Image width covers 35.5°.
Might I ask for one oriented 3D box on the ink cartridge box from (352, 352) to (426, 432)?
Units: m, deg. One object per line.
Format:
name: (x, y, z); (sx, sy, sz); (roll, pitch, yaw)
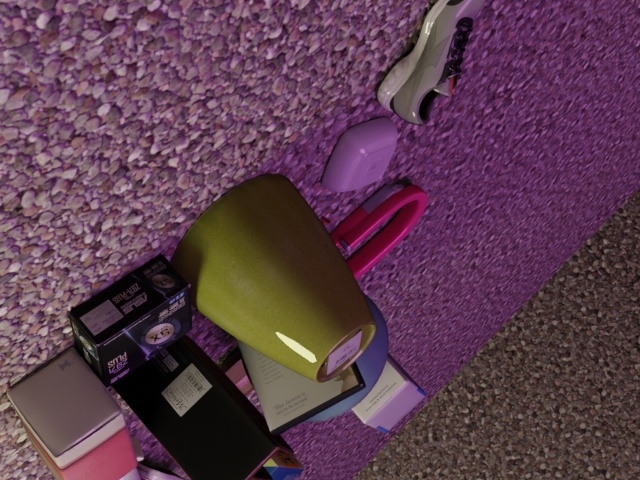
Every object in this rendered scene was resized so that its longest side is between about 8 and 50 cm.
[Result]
ink cartridge box: (0.060, 0.243, 2.106); (0.129, 0.307, 0.223); (-44, 158, 1)

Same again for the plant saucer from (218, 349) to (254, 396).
plant saucer: (-0.173, 0.282, 2.121); (0.199, 0.036, 0.198); (-38, 156, -20)

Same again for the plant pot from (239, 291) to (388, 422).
plant pot: (-0.040, 0.174, 1.892); (0.290, 0.290, 0.195); (-44, 142, -3)

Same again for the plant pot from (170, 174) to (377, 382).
plant pot: (-0.052, 0.086, 1.662); (0.275, 0.293, 0.274); (-38, 156, -20)

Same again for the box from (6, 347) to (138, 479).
box: (-0.399, 0.309, 1.630); (0.127, 0.148, 0.232); (-35, 154, -22)

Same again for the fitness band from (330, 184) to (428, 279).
fitness band: (0.107, -0.010, 2.090); (0.291, 0.054, 0.209); (-40, 157, -10)

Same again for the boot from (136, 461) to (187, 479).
boot: (-0.362, 0.586, 2.169); (0.176, 0.088, 0.244); (-67, 153, -11)

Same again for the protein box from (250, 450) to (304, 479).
protein box: (-0.179, 0.590, 2.499); (0.200, 0.136, 0.201); (-47, 157, 2)

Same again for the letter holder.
letter holder: (-0.195, 0.329, 1.815); (0.152, 0.302, 0.214); (-45, 158, -2)

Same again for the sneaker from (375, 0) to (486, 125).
sneaker: (0.209, -0.314, 1.683); (0.100, 0.108, 0.271); (-5, 133, -55)

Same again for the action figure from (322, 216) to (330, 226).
action figure: (0.000, 0.000, 1.957); (0.038, 0.030, 0.115); (-40, 159, -26)

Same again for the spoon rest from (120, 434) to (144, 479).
spoon rest: (-0.403, 0.462, 1.961); (0.137, 0.084, 0.276); (6, 137, -23)

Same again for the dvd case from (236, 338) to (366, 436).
dvd case: (-0.045, 0.193, 1.745); (0.180, 0.253, 0.022); (-30, 144, 6)

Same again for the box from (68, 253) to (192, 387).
box: (-0.298, 0.130, 1.593); (0.180, 0.077, 0.147); (-34, 156, -26)

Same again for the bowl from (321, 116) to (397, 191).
bowl: (0.078, -0.148, 1.809); (0.142, 0.053, 0.142); (-21, 147, -42)
